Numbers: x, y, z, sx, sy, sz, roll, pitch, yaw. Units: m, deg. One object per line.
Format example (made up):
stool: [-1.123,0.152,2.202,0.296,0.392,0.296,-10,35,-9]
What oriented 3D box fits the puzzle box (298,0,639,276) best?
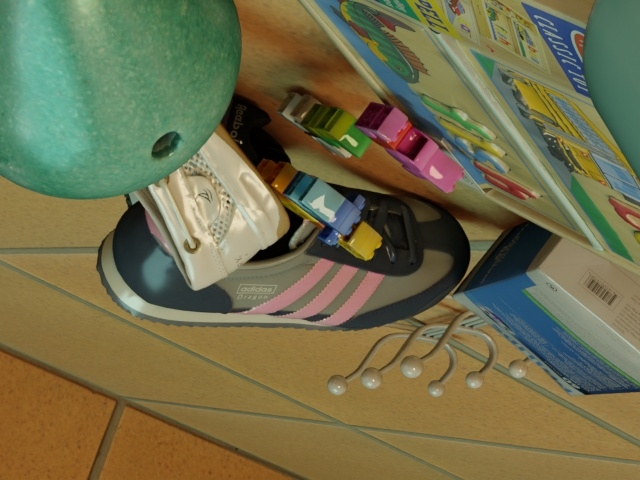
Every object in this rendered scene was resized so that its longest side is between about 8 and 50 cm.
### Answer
puzzle box: [0.114,-0.081,0.892,0.272,0.052,0.409,29,173,33]

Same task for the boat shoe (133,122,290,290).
boat shoe: [-0.137,-0.086,1.066,0.277,0.096,0.098,51,170,-10]

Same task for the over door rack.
over door rack: [0.024,0.079,1.625,0.324,0.108,0.239,23,164,-14]

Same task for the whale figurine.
whale figurine: [-0.125,-0.123,0.881,0.141,0.216,0.272,52,164,23]

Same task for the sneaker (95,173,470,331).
sneaker: [0.000,0.000,1.250,0.319,0.112,0.131,-4,155,-32]

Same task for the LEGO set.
LEGO set: [0.022,-0.035,1.113,0.093,0.087,0.227,38,176,-18]

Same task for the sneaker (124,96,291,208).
sneaker: [-0.085,-0.040,1.346,0.124,0.107,0.283,11,164,7]

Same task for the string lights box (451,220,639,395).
string lights box: [0.196,0.047,1.231,0.133,0.077,0.259,39,170,-3]

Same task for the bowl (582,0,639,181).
bowl: [0.265,-0.028,0.607,0.311,0.163,0.311,-5,153,-3]
